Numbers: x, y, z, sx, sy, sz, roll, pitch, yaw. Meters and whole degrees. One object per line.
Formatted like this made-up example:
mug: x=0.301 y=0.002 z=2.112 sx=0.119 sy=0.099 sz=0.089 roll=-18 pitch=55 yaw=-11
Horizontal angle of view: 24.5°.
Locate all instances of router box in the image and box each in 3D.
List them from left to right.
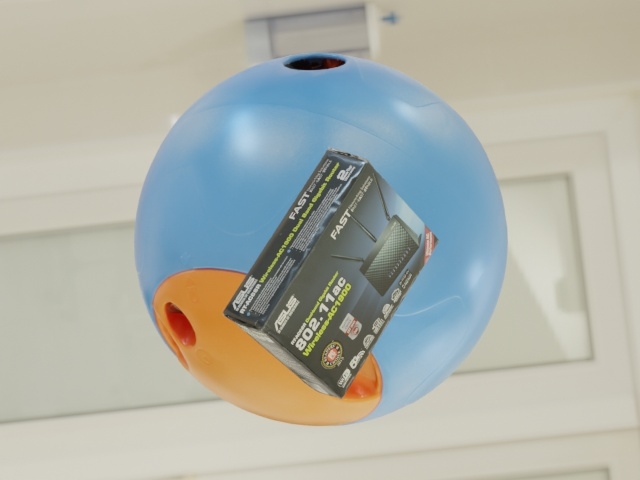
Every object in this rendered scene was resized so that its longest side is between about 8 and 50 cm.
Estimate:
router box: x=0.009 y=0.020 z=0.886 sx=0.092 sy=0.038 sz=0.122 roll=44 pitch=73 yaw=-43

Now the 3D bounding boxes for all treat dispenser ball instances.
treat dispenser ball: x=0.000 y=0.000 z=1.141 sx=0.288 sy=0.288 sz=0.288 roll=-6 pitch=90 yaw=-88
